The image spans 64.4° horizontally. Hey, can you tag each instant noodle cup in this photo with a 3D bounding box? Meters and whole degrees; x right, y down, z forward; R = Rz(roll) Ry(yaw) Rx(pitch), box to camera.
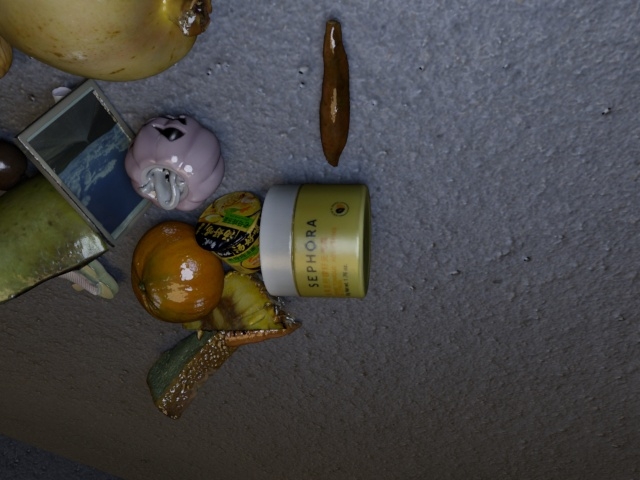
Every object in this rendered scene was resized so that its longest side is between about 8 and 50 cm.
[{"bbox_3d":[-0.168,-0.010,1.059,0.151,0.151,0.122,-8,142,19],"label":"instant noodle cup"}]

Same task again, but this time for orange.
[{"bbox_3d":[-0.319,0.077,1.116,0.240,0.171,0.240,24,126,38],"label":"orange"}]

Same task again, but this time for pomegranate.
[{"bbox_3d":[-0.273,-0.349,0.638,0.319,0.319,0.319,6,135,6],"label":"pomegranate"}]

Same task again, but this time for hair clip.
[{"bbox_3d":[-0.620,0.094,1.302,0.218,0.071,0.159,23,140,-2],"label":"hair clip"}]

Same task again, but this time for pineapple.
[{"bbox_3d":[-0.192,0.153,1.245,0.334,0.158,0.161,-13,169,29],"label":"pineapple"}]

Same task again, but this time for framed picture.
[{"bbox_3d":[-0.409,-0.141,0.946,0.023,0.189,0.260,2,136,35],"label":"framed picture"}]

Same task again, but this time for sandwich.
[{"bbox_3d":[-0.372,0.343,1.462,0.099,0.288,0.254,43,172,-19],"label":"sandwich"}]

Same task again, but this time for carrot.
[{"bbox_3d":[-0.148,0.234,1.340,0.205,0.072,0.072,-7,134,-1],"label":"carrot"}]

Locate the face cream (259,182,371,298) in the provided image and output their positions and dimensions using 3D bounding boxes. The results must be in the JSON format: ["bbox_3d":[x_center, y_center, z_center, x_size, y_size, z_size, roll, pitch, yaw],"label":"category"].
[{"bbox_3d":[0.000,0.000,0.970,0.179,0.218,0.218,1,134,10],"label":"face cream"}]

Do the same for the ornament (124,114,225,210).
[{"bbox_3d":[-0.268,-0.136,0.933,0.177,0.177,0.177,6,135,6],"label":"ornament"}]

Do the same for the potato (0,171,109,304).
[{"bbox_3d":[-0.625,0.005,1.033,0.330,0.280,0.213,-7,112,61],"label":"potato"}]

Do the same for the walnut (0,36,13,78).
[{"bbox_3d":[-0.588,-0.335,0.825,0.144,0.144,0.180,-1,138,13],"label":"walnut"}]

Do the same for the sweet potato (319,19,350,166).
[{"bbox_3d":[0.024,-0.235,0.850,0.057,0.057,0.265,5,131,7],"label":"sweet potato"}]

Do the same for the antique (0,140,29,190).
[{"bbox_3d":[-0.694,-0.197,1.000,0.143,0.121,0.257,-23,119,19],"label":"antique"}]

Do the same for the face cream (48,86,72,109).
[{"bbox_3d":[-0.466,-0.166,1.008,0.073,0.073,0.284,7,135,5],"label":"face cream"}]
